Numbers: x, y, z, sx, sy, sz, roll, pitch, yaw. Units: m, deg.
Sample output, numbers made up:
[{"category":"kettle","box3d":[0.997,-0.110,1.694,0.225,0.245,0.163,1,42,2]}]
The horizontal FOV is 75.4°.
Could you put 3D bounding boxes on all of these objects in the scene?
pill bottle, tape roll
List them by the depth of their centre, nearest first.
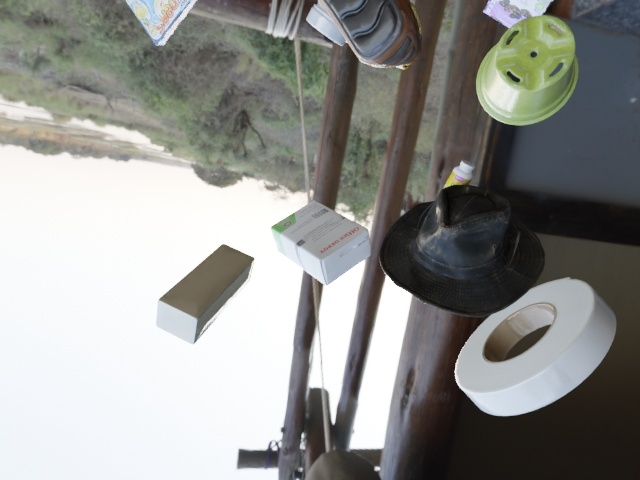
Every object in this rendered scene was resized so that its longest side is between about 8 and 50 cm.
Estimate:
[{"category":"pill bottle","box3d":[0.297,-0.128,0.888,0.043,0.083,0.043,15,-147,-10]},{"category":"tape roll","box3d":[0.498,0.245,0.996,0.072,0.392,0.392,46,-170,1]},{"category":"pill bottle","box3d":[0.088,-0.726,1.183,0.160,0.283,0.160,29,-153,-17]}]

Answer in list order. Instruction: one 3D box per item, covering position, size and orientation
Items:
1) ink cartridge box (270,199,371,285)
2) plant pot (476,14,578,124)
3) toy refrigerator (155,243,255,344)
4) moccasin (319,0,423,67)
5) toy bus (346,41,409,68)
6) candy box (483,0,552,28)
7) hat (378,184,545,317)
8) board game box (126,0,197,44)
[{"category":"ink cartridge box","box3d":[0.000,0.000,1.340,0.198,0.115,0.272,-33,-138,-24]},{"category":"plant pot","box3d":[0.570,-0.475,1.131,0.275,0.277,0.254,11,-170,21]},{"category":"toy refrigerator","box3d":[-0.271,0.122,1.011,0.102,0.094,0.269,23,-148,8]},{"category":"moccasin","box3d":[0.053,-0.456,0.680,0.139,0.380,0.146,-40,167,35]},{"category":"toy bus","box3d":[0.221,-0.792,1.639,0.332,0.108,0.130,37,179,37]},{"category":"candy box","box3d":[0.610,-0.737,1.238,0.164,0.070,0.196,36,169,6]},{"category":"hat","box3d":[0.278,-0.021,0.795,0.330,0.134,0.332,-2,-136,2]},{"category":"board game box","box3d":[-0.399,-0.622,1.054,0.201,0.136,0.035,-28,-170,36]}]
